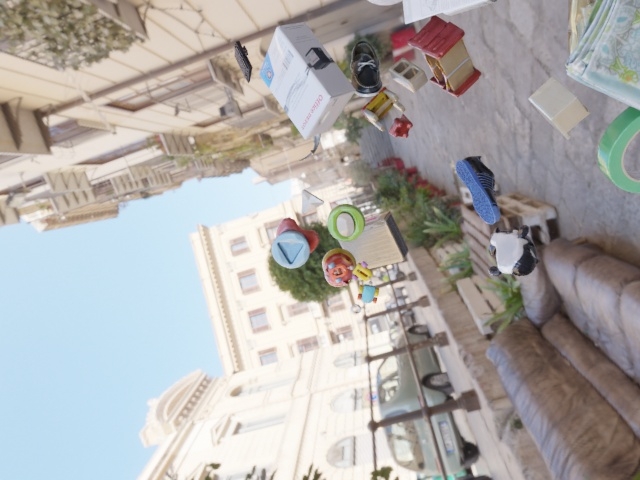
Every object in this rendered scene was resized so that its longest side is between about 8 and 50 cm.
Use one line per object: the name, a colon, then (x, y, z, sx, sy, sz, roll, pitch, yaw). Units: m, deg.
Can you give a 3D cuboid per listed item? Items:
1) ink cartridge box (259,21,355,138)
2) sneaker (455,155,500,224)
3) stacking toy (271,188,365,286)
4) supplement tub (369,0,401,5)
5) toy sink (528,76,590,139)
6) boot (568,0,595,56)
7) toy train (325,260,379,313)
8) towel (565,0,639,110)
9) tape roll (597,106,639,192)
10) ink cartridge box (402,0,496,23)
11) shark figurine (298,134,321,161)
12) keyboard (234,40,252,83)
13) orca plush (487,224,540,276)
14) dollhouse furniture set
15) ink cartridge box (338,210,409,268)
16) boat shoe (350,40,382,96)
ink cartridge box: (-0.052, -0.543, 1.599, 0.308, 0.129, 0.223, 56, 145, 10)
sneaker: (0.520, -0.167, 1.478, 0.081, 0.090, 0.232, 124, 125, -69)
stacking toy: (0.000, 0.000, 1.570, 0.130, 0.308, 0.280, -71, 2, -71)
supplement tub: (0.178, -0.942, 1.528, 0.241, 0.240, 0.331, 64, -177, -47)
toy sink: (0.998, -0.546, 1.933, 0.234, 0.131, 0.153, 18, -143, -44)
boot: (0.759, -0.587, 1.216, 0.095, 0.203, 0.262, -54, -45, -48)
toy train: (0.097, 0.120, 1.339, 0.166, 0.125, 0.046, 60, -165, -10)
towel: (0.799, -0.483, 1.102, 0.090, 0.374, 0.321, -118, 47, -70)
tape roll: (1.100, -0.314, 1.547, 0.077, 0.321, 0.321, -93, -16, -56)
ink cartridge box: (0.320, -0.729, 1.206, 0.060, 0.238, 0.275, -23, -71, -44)
shark figurine: (-0.049, -0.487, 2.004, 0.166, 0.116, 0.279, -23, -71, -50)
keyboard: (-0.312, -0.729, 1.878, 0.180, 0.023, 0.108, 63, 149, 28)
orca plush: (0.518, 0.046, 1.234, 0.102, 0.151, 0.287, 31, -179, 0)
dollhouse furniture set: (0.304, -0.491, 1.485, 0.201, 0.374, 0.152, 39, -170, -48)
ink cartridge box: (0.207, 0.008, 1.876, 0.193, 0.234, 0.088, 63, -145, -17)
boat shoe: (0.154, -0.604, 1.639, 0.303, 0.114, 0.091, -99, 3, -47)
